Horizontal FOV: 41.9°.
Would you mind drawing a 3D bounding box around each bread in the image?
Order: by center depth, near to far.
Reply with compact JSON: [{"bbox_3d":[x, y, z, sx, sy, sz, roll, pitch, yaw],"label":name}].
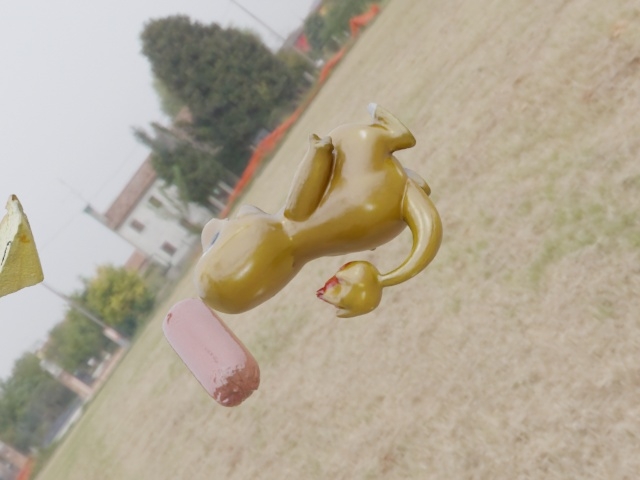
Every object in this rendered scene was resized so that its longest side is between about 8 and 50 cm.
[{"bbox_3d":[-0.397,0.010,1.044,0.080,0.109,0.084,-19,33,-19],"label":"bread"}]

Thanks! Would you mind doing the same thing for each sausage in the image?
[{"bbox_3d":[-0.118,0.119,0.901,0.062,0.062,0.154,-53,44,3],"label":"sausage"}]

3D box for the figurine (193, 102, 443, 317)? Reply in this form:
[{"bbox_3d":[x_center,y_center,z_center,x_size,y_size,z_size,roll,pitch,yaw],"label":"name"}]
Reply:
[{"bbox_3d":[0.000,0.003,0.557,0.176,0.121,0.122,-28,52,2],"label":"figurine"}]
